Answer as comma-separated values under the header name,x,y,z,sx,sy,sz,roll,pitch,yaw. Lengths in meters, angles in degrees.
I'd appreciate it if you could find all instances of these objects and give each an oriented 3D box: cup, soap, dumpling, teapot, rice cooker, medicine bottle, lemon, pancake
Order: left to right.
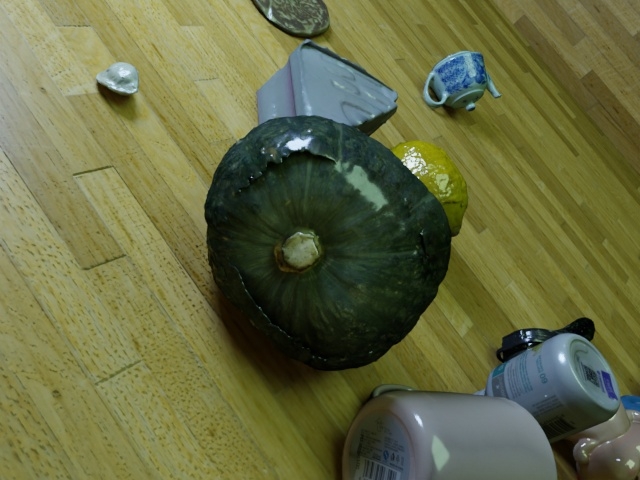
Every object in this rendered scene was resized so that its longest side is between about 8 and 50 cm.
name,x,y,z,sx,sy,sz,roll,pitch,yaw
dumpling,-0.298,-0.237,0.883,0.059,0.043,0.077,-9,65,-23
pancake,-0.080,-0.562,1.383,0.250,0.031,0.250,25,43,-26
soap,0.029,-0.179,1.060,0.257,0.159,0.302,23,45,-32
lemon,0.178,-0.089,1.106,0.180,0.180,0.193,-25,98,-51
cup,0.136,0.268,0.767,0.200,0.191,0.253,16,18,-30
teapot,0.375,-0.412,1.610,0.232,0.159,0.159,-15,66,-20
medicine bottle,0.327,0.243,0.922,0.135,0.215,0.135,26,43,-27
rice cooker,0.401,0.225,1.097,0.165,0.112,0.106,19,52,-31

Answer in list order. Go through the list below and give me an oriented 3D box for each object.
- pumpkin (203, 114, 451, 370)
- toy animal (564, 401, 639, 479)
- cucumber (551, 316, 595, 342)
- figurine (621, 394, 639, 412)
name,x,y,z,sx,sy,sz,roll,pitch,yaw
pumpkin,0.000,0.000,0.778,0.327,0.291,0.257,35,11,1
toy animal,0.500,0.360,1.045,0.171,0.171,0.198,-10,61,-48
cucumber,0.540,0.208,1.289,0.245,0.067,0.067,-2,60,-47
figurine,0.817,0.377,1.310,0.416,0.243,0.298,-8,107,-44
